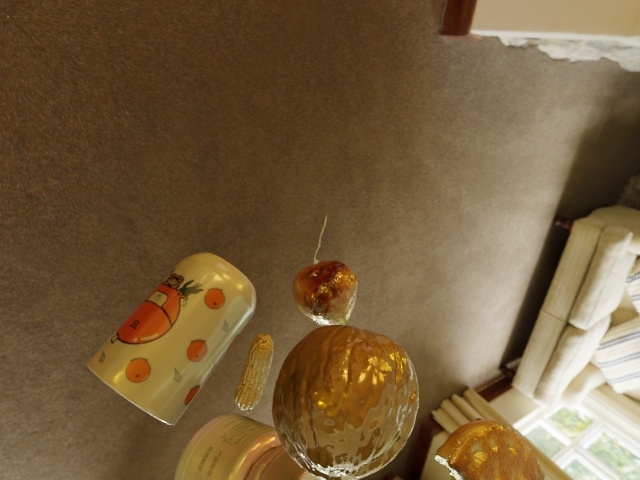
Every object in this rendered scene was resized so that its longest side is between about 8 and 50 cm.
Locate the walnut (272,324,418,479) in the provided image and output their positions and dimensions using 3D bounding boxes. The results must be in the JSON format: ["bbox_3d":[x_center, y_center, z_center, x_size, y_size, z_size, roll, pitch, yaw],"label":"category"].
[{"bbox_3d":[0.036,0.242,0.624,0.228,0.228,0.227,-18,123,-29],"label":"walnut"}]

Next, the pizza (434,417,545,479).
[{"bbox_3d":[0.451,0.615,1.074,0.409,0.114,0.277,16,66,-29],"label":"pizza"}]

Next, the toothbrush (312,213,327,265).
[{"bbox_3d":[0.000,0.000,1.478,0.019,0.013,0.193,13,88,-9],"label":"toothbrush"}]

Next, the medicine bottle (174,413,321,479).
[{"bbox_3d":[-0.133,0.526,0.878,0.241,0.302,0.241,-1,91,-53],"label":"medicine bottle"}]

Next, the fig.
[{"bbox_3d":[0.027,0.160,1.008,0.159,0.159,0.257,-39,137,-14],"label":"fig"}]

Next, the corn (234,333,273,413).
[{"bbox_3d":[-0.228,0.467,1.467,0.102,0.102,0.312,5,114,-39],"label":"corn"}]

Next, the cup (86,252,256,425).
[{"bbox_3d":[-0.292,0.192,0.885,0.317,0.212,0.212,-54,136,-25],"label":"cup"}]
